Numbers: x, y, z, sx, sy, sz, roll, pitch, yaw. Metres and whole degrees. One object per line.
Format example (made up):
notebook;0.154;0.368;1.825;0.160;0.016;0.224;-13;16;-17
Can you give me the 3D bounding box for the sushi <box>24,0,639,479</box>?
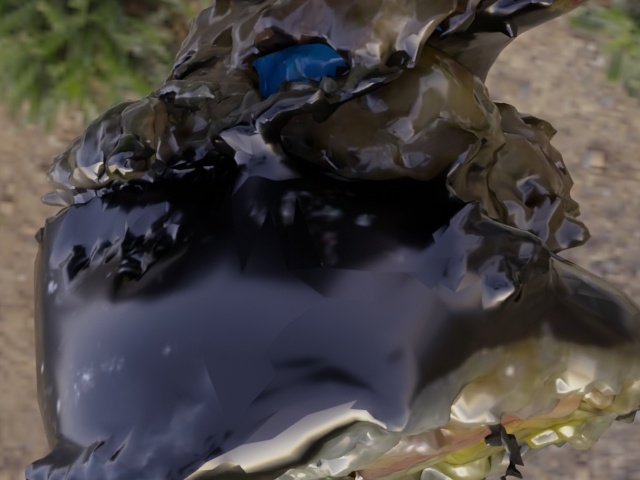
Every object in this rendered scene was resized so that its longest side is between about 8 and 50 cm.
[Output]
sushi;-0.001;-0.005;0.690;0.238;0.225;0.219;-13;75;24
